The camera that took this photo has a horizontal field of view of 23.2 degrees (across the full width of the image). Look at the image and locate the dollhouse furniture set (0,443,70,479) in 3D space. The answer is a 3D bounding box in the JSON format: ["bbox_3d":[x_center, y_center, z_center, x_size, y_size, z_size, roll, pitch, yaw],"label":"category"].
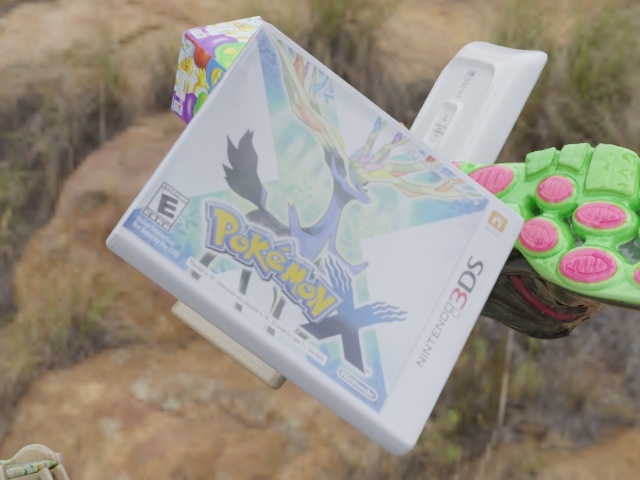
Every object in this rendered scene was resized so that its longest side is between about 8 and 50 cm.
[{"bbox_3d":[-0.240,0.229,1.349,0.161,0.101,0.182,-10,-5,17],"label":"dollhouse furniture set"}]

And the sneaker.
[{"bbox_3d":[0.275,0.009,1.777,0.202,0.185,0.483,39,-17,-32],"label":"sneaker"}]

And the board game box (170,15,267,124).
[{"bbox_3d":[-0.074,-0.187,2.240,0.144,0.142,0.275,-17,46,-35],"label":"board game box"}]

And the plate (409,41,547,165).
[{"bbox_3d":[0.176,-0.145,2.090,0.045,0.278,0.277,28,3,-17],"label":"plate"}]

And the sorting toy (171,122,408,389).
[{"bbox_3d":[0.000,0.000,1.615,0.307,0.041,0.229,-50,37,-8],"label":"sorting toy"}]

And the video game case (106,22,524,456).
[{"bbox_3d":[0.008,-0.008,1.452,0.329,0.036,0.300,36,54,-8],"label":"video game case"}]
